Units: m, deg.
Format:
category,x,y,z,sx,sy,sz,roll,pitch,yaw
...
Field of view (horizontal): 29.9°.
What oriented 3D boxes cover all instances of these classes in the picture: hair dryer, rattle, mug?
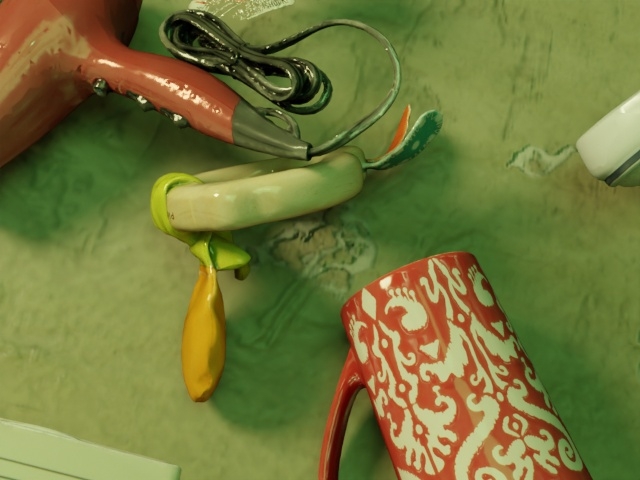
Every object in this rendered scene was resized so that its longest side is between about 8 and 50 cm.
category,x,y,z,sx,sy,sz,roll,pitch,yaw
hair dryer,-0.117,-0.111,0.725,0.293,0.080,0.223,-24,48,4
rattle,0.000,0.000,0.754,0.200,0.130,0.142,-15,84,-42
mug,0.068,0.106,0.706,0.150,0.113,0.169,-16,71,-16

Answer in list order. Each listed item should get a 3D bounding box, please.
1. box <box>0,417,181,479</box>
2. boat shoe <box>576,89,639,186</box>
category,x,y,z,sx,sy,sz,roll,pitch,yaw
box,-0.177,0.215,0.596,0.149,0.127,0.232,18,64,-15
boat shoe,0.348,-0.082,0.816,0.367,0.136,0.156,-24,79,-26
